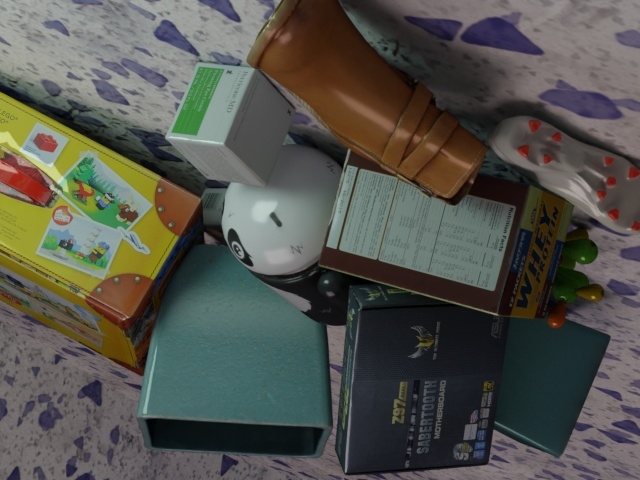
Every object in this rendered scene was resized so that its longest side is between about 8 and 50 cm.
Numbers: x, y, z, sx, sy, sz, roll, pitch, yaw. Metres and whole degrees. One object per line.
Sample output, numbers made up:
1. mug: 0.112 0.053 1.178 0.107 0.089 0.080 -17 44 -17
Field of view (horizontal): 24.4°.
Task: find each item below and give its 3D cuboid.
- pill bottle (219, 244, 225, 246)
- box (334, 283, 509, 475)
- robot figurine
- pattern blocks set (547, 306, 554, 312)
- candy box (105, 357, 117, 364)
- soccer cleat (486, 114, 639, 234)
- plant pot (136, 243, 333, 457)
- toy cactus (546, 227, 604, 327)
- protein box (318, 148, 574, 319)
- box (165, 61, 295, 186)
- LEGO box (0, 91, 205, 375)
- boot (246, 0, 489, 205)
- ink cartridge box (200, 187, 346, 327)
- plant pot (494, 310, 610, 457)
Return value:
1. pill bottle: -0.147 0.062 2.316 0.087 0.087 0.160 23 163 -6
2. box: 0.117 0.161 1.731 0.183 0.232 0.059 -1 -154 -13
3. robot figurine: -0.003 0.000 1.800 0.209 0.173 0.278 9 159 37
4. pattern blocks set: 0.214 0.132 2.078 0.285 0.026 0.325 -8 144 28
5. candy box: -0.205 0.153 2.500 0.316 0.183 0.087 15 163 20
6. soccer cleat: 0.255 -0.069 1.481 0.196 0.068 0.076 30 175 -19
7. plant pot: -0.110 0.144 1.990 0.247 0.252 0.248 3 162 -3
8. toy cactus: 0.231 0.018 1.730 0.180 0.112 0.219 35 171 -10
9. protein box: 0.138 -0.008 1.577 0.201 0.136 0.200 15 -178 22
10. box: -0.099 -0.128 1.646 0.087 0.101 0.102 10 160 32
11. LEGO box: -0.422 -0.040 2.056 0.500 0.193 0.372 28 164 5
12. boot: 0.050 -0.126 1.363 0.220 0.109 0.283 38 171 11
13. ink cartridge box: 0.004 0.038 2.100 0.176 0.069 0.371 2 152 46
14. plant pot: 0.209 0.147 1.885 0.234 0.165 0.166 24 175 -11
